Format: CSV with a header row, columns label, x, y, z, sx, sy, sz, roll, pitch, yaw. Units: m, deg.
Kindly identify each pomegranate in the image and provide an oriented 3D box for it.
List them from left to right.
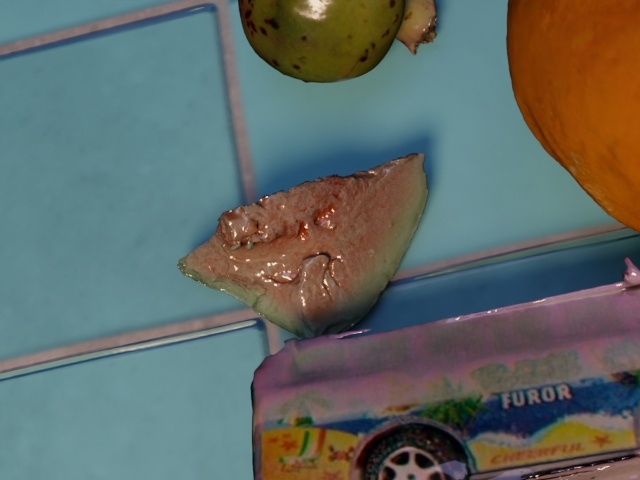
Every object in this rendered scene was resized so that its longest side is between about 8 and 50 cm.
label,x,y,z,sx,sy,sz,roll,pitch,yaw
pomegranate,0.005,-0.160,0.902,0.130,0.130,0.130,-5,64,10

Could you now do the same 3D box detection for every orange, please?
label,x,y,z,sx,sy,sz,roll,pitch,yaw
orange,0.241,-0.119,0.741,0.284,0.226,0.284,-24,22,10

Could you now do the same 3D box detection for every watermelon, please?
label,x,y,z,sx,sy,sz,roll,pitch,yaw
watermelon,0.004,0.001,0.848,0.155,0.080,0.101,-29,70,-20

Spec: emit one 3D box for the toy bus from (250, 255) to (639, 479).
label,x,y,z,sx,sy,sz,roll,pitch,yaw
toy bus,0.122,0.101,0.752,0.317,0.112,0.138,-12,52,6
